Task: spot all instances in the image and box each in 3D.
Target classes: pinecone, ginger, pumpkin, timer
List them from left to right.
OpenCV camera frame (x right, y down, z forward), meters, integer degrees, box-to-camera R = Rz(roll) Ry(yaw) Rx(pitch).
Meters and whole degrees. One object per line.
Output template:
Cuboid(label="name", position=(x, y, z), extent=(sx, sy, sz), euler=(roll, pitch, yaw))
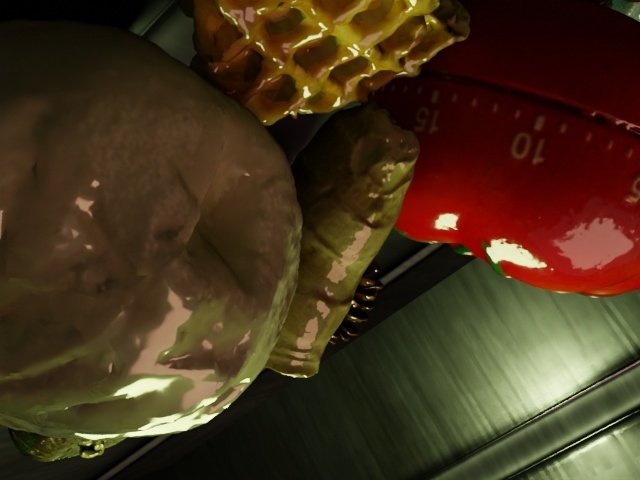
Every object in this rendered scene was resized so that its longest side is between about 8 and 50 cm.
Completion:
Cuboid(label="pumpkin", position=(-0.393, 0.280, 1.073), extent=(0.237, 0.159, 0.238), euler=(-27, 167, -7))
Cuboid(label="ginger", position=(0.000, 0.000, 0.585), extent=(0.263, 0.116, 0.109), euler=(-67, 164, 9))
Cuboid(label="pinecone", position=(0.017, 0.077, 1.154), extent=(0.207, 0.208, 0.208), euler=(-28, 163, -9))
Cuboid(label="timer", position=(0.225, -0.100, 0.706), extent=(0.378, 0.377, 0.279), euler=(14, 96, -67))

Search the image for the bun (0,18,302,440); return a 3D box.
Cuboid(label="bun", position=(-0.183, 0.029, 0.443), extent=(0.359, 0.211, 0.360), euler=(3, 150, 1))

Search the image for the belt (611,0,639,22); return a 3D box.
Cuboid(label="belt", position=(0.463, -0.354, 0.881), extent=(0.163, 0.082, 0.147), euler=(-35, 153, 25))

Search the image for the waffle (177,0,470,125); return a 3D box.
Cuboid(label="waffle", position=(0.024, -0.216, 0.413), extent=(0.261, 0.151, 0.324), euler=(-28, 162, -23))

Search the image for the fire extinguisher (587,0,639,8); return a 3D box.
Cuboid(label="fire extinguisher", position=(0.405, -0.359, 0.682), extent=(0.200, 0.113, 0.376), euler=(4, 143, -43))
